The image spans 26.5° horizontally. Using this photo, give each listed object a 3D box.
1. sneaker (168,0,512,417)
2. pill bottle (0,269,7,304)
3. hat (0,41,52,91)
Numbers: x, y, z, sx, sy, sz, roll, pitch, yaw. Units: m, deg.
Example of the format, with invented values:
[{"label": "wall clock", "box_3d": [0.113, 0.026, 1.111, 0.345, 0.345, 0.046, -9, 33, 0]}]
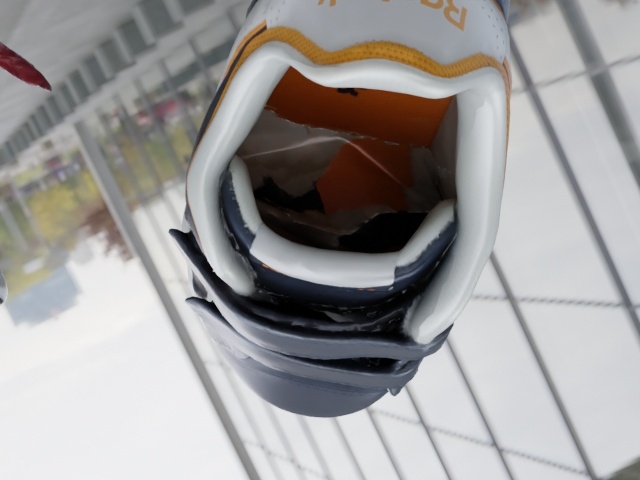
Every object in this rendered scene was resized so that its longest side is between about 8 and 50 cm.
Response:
[{"label": "sneaker", "box_3d": [0.000, 0.000, 0.555, 0.126, 0.321, 0.127, 8, -131, 0]}, {"label": "pill bottle", "box_3d": [-0.399, 0.062, 1.141, 0.245, 0.130, 0.130, -33, -172, -4]}, {"label": "hat", "box_3d": [-0.290, -0.216, 0.888, 0.183, 0.173, 0.208, -10, 142, -12]}]
